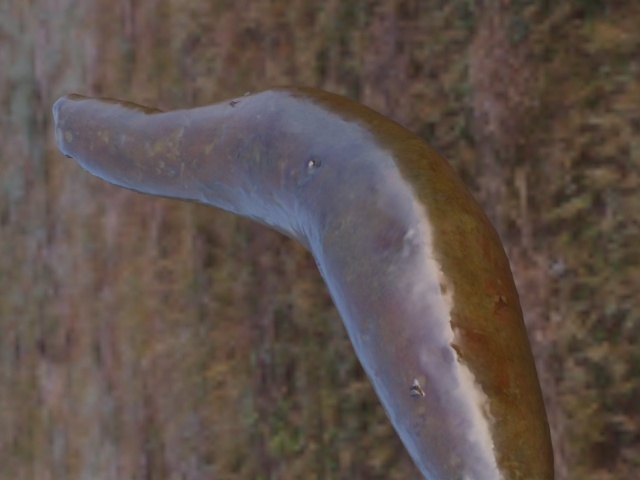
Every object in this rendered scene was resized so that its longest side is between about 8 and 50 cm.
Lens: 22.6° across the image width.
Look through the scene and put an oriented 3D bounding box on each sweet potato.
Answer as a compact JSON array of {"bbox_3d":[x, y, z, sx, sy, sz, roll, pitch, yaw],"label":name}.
[{"bbox_3d":[0.003,-0.006,0.676,0.346,0.108,0.079,39,168,38],"label":"sweet potato"}]
